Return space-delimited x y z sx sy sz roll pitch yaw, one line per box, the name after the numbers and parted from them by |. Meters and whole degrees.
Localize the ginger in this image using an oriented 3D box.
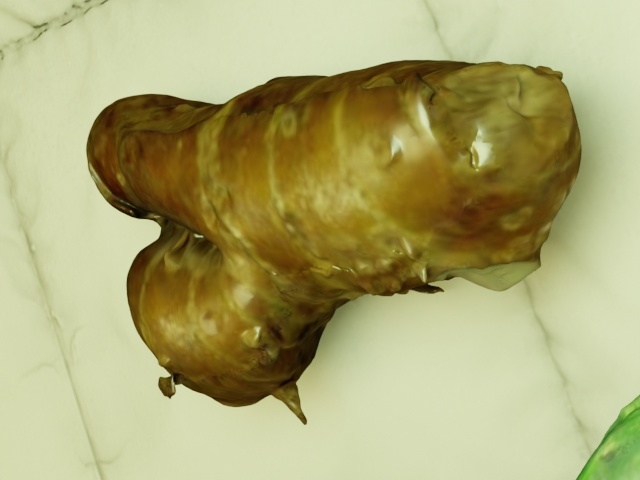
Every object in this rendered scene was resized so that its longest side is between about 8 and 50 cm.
0.000 0.000 0.789 0.418 0.176 0.254 -7 98 43 | ginger

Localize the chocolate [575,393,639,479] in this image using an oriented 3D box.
0.192 0.180 0.724 0.110 0.110 0.291 36 116 27 | chocolate
